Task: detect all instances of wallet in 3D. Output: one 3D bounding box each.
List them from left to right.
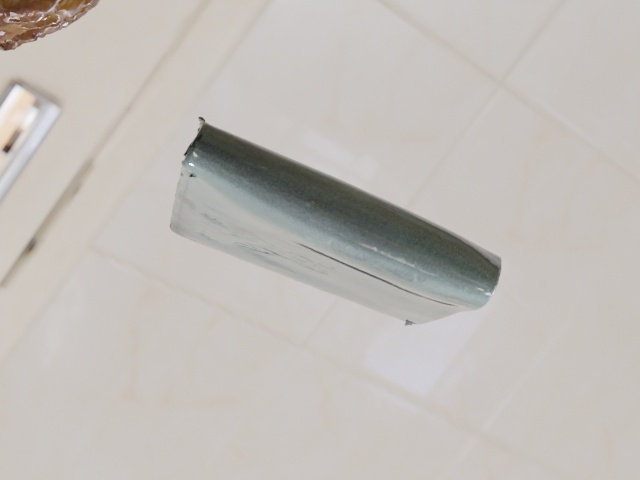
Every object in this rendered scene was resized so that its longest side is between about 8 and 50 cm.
[{"bbox_3d":[0.001,-0.001,1.150,0.251,0.054,0.290,23,170,-5],"label":"wallet"}]

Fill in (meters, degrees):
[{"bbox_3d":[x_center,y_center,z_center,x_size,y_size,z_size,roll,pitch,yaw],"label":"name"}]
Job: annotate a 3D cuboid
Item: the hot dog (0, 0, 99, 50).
[{"bbox_3d":[-0.213,-0.209,0.878,0.099,0.160,0.227,89,159,-65],"label":"hot dog"}]
